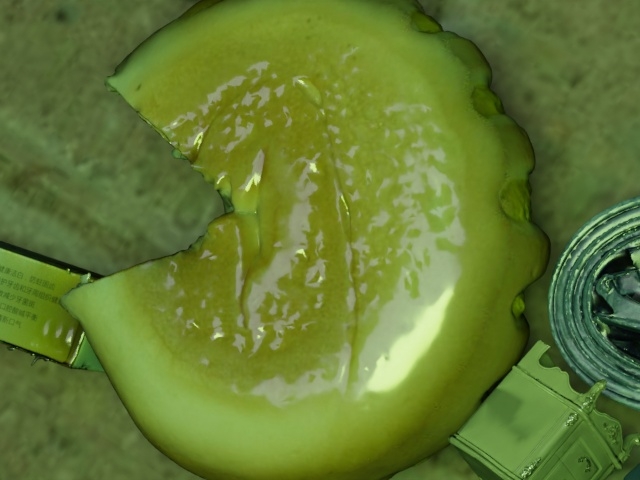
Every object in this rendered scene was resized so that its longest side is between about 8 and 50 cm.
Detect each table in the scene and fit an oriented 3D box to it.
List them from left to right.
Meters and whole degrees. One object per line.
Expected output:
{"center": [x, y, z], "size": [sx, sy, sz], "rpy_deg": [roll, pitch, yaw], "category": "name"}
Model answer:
{"center": [0.137, 0.120, 1.153], "size": [0.083, 0.079, 0.062], "rpy_deg": [-48, 48, -10], "category": "table"}

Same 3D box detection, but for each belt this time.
{"center": [0.238, 0.044, 1.179], "size": [0.190, 0.082, 0.141], "rpy_deg": [10, 86, 21], "category": "belt"}

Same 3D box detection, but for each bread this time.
{"center": [0.000, 0.000, 1.226], "size": [0.333, 0.160, 0.333], "rpy_deg": [-4, 78, 18], "category": "bread"}

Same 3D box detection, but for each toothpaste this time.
{"center": [-0.278, 0.018, 1.353], "size": [0.313, 0.089, 0.071], "rpy_deg": [17, 90, 20], "category": "toothpaste"}

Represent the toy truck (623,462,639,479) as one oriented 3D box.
{"center": [0.177, 0.209, 1.171], "size": [0.202, 0.074, 0.088], "rpy_deg": [-43, 60, 5], "category": "toy truck"}
